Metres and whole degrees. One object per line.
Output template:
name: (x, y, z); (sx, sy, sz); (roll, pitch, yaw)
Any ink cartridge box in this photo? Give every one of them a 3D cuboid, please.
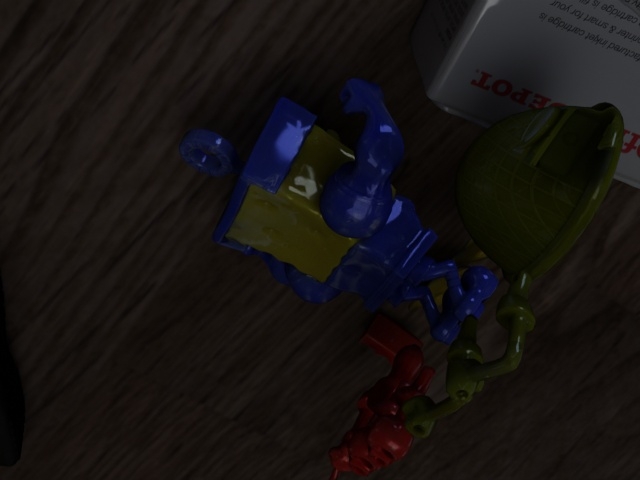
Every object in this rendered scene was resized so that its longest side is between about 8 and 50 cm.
ink cartridge box: (0.181, -0.171, 0.740); (0.172, 0.100, 0.237); (19, 118, -17)

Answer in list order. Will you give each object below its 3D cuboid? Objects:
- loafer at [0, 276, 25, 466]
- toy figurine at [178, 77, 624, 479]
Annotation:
loafer: (-0.257, 0.074, 0.854); (0.078, 0.080, 0.220); (-5, 123, -5)
toy figurine: (0.000, 0.000, 0.750); (0.217, 0.191, 0.362); (34, 156, 0)
